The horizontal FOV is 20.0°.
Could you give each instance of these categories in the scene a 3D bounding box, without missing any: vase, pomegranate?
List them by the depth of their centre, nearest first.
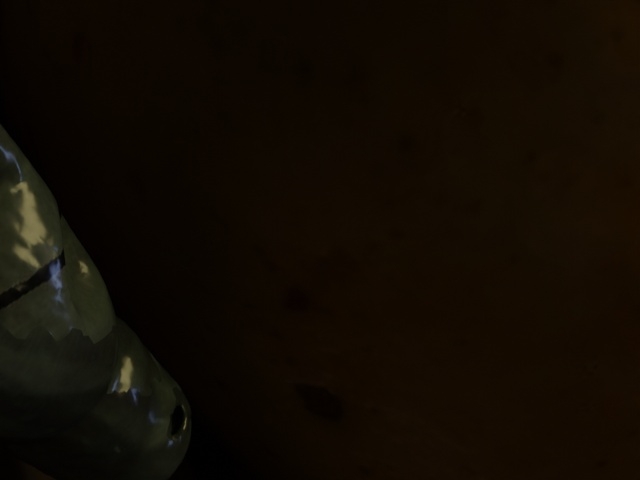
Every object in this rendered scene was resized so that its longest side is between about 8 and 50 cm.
[{"bbox_3d":[-0.085,-0.009,0.312,0.211,0.060,0.060,50,14,-46],"label":"vase"},{"bbox_3d":[0.079,-0.072,0.515,0.342,0.342,0.342,56,12,-18],"label":"pomegranate"}]
